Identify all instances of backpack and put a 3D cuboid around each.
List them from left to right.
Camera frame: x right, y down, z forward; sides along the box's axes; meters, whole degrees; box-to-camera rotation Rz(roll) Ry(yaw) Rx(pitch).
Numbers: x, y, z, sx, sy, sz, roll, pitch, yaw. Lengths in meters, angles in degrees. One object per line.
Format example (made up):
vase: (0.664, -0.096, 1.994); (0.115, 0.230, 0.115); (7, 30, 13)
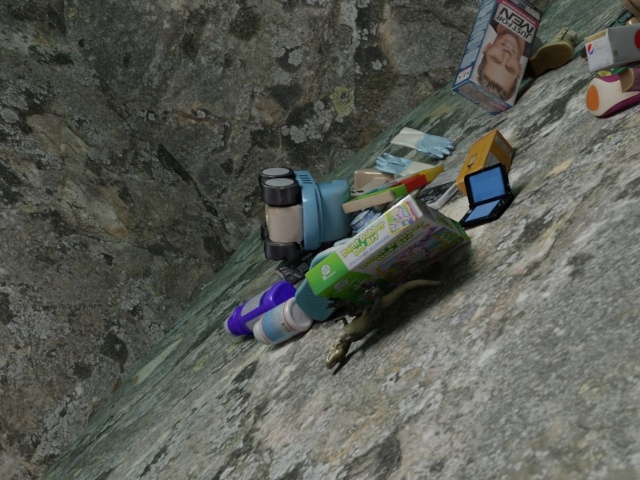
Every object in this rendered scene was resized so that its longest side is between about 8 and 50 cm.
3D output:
backpack: (0.139, -0.043, 1.947); (0.105, 0.084, 0.114); (-44, 12, -7)

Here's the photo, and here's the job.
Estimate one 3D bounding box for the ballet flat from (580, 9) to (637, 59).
ballet flat: (0.773, -0.542, 1.868); (0.173, 0.049, 0.057); (-41, 42, 25)

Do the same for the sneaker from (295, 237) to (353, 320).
sneaker: (0.067, 0.045, 1.607); (0.208, 0.127, 0.319); (-47, 1, -33)

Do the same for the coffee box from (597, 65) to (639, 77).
coffee box: (0.686, -0.391, 1.490); (0.184, 0.040, 0.113); (-37, 11, 25)

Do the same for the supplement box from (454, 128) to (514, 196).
supplement box: (0.379, -0.170, 1.602); (0.078, 0.080, 0.233); (-36, 9, 36)

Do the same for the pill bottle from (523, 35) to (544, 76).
pill bottle: (0.638, -0.588, 2.334); (0.117, 0.117, 0.208); (-48, 11, -35)

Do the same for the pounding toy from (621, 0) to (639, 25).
pounding toy: (0.776, -0.597, 1.722); (0.155, 0.154, 0.269); (-29, 15, 50)

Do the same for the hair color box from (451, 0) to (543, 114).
hair color box: (0.544, -0.582, 2.145); (0.105, 0.174, 0.347); (-14, 53, 66)

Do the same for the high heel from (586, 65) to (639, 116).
high heel: (0.611, -0.300, 1.368); (0.117, 0.082, 0.244); (-8, -7, -2)

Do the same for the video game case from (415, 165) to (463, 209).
video game case: (0.316, -0.133, 1.846); (0.173, 0.022, 0.190); (-44, 11, -18)

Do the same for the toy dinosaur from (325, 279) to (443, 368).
toy dinosaur: (0.088, 0.127, 1.292); (0.268, 0.118, 0.064); (-39, 41, 12)

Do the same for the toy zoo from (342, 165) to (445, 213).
toy zoo: (0.224, -0.153, 1.999); (0.293, 0.030, 0.192); (-27, 9, -39)

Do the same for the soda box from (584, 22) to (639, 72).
soda box: (0.611, -0.369, 1.310); (0.216, 0.069, 0.074); (-12, 3, -13)

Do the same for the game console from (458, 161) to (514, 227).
game console: (0.328, -0.090, 1.439); (0.107, 0.071, 0.122); (-46, 14, -29)

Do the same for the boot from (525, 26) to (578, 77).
boot: (0.724, -0.585, 2.115); (0.165, 0.077, 0.213); (-42, 7, -16)

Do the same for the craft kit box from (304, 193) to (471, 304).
craft kit box: (0.134, 0.030, 1.330); (0.250, 0.060, 0.247); (-38, -30, 20)

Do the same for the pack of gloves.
pack of gloves: (0.299, -0.260, 2.221); (0.195, 0.046, 0.232); (-47, 44, -17)

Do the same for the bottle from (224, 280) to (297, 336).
bottle: (-0.179, 0.210, 2.028); (0.283, 0.092, 0.118); (-32, 13, 44)

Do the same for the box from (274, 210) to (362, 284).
box: (0.000, 0.000, 2.313); (0.242, 0.076, 0.307); (-35, 11, 27)

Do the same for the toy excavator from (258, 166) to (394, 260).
toy excavator: (0.038, -0.113, 2.115); (0.446, 0.222, 0.433); (-3, 19, -7)

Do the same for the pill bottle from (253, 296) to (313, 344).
pill bottle: (-0.096, 0.205, 1.741); (0.160, 0.087, 0.087); (-32, 14, 42)
